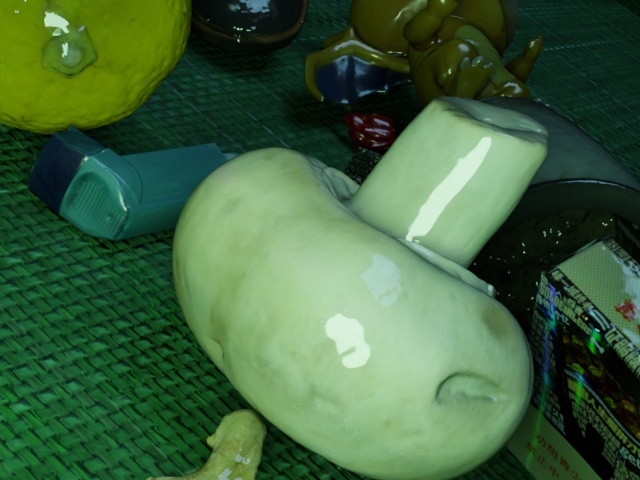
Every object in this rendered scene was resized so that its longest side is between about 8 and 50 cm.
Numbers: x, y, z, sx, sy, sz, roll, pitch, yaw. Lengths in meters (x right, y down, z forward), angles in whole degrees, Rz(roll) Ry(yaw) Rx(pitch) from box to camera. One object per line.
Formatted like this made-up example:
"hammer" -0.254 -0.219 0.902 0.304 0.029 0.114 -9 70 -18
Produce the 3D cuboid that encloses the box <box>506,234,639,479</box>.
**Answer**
"box" 0.281 0.167 1.208 0.084 0.310 0.198 -27 56 -20

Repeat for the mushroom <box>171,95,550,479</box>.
"mushroom" 0.029 0.042 1.137 0.325 0.353 0.353 4 33 -8

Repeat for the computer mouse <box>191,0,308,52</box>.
"computer mouse" -0.107 -0.377 1.888 0.183 0.116 0.323 10 29 -7

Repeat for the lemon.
"lemon" -0.286 -0.273 1.360 0.336 0.336 0.336 24 28 -14

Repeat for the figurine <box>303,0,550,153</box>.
"figurine" 0.150 -0.285 1.872 0.401 0.268 0.387 9 37 -28

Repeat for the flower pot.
"flower pot" 0.243 -0.012 1.483 0.294 0.293 0.330 22 26 -17

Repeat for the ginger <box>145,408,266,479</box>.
"ginger" -0.113 0.206 1.002 0.089 0.075 0.288 30 31 9

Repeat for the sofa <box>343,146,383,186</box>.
"sofa" 0.068 -0.064 1.635 0.039 0.060 0.118 18 29 -31

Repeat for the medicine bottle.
"medicine bottle" -0.181 -0.063 1.363 0.124 0.079 0.258 43 29 23
